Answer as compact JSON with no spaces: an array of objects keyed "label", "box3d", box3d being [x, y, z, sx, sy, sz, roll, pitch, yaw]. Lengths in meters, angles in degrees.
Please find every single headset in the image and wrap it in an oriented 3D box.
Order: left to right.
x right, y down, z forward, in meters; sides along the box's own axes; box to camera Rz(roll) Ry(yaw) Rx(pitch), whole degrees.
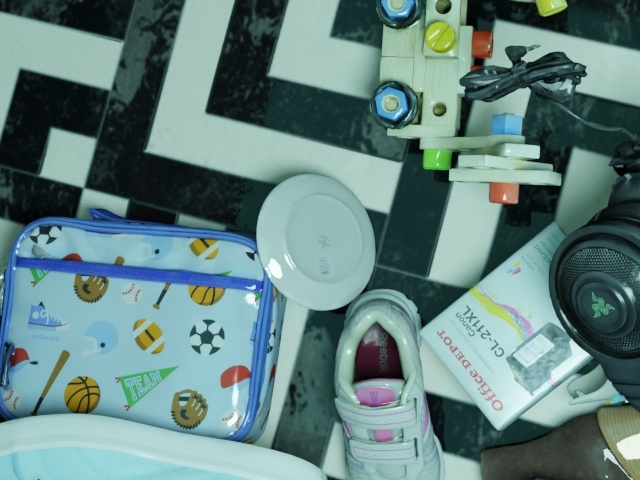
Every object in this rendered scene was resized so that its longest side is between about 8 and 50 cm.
[{"label":"headset","box3d":[0.278,-0.008,1.281,0.185,0.394,0.243,-1,43,44]}]

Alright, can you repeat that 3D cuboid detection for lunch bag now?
[{"label":"lunch bag","box3d":[-0.191,0.089,1.465,0.303,0.115,0.243,6,84,11]}]

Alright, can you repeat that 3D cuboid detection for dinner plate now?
[{"label":"dinner plate","box3d":[0.000,0.000,1.434,0.141,0.017,0.141,6,78,-30]}]

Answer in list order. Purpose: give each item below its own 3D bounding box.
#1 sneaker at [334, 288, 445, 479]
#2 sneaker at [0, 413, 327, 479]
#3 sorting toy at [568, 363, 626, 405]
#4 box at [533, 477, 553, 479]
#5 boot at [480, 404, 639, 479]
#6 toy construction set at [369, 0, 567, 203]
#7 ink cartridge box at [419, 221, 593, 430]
[{"label":"sneaker","box3d":[0.059,0.172,1.403,0.103,0.111,0.252,-11,83,11]},{"label":"sneaker","box3d":[-0.182,0.263,1.356,0.366,0.135,0.150,4,56,9]},{"label":"sorting toy","box3d":[0.277,0.140,1.385,0.075,0.083,0.045,-21,100,14]},{"label":"box","box3d":[0.268,0.352,1.317,0.183,0.059,0.233,9,108,22]},{"label":"boot","box3d":[0.283,0.289,1.376,0.207,0.090,0.248,-21,82,21]},{"label":"toy construction set","box3d":[0.161,-0.188,1.407,0.215,0.151,0.328,3,75,12]},{"label":"ink cartridge box","box3d":[0.204,0.087,1.401,0.175,0.072,0.127,-40,79,5]}]
